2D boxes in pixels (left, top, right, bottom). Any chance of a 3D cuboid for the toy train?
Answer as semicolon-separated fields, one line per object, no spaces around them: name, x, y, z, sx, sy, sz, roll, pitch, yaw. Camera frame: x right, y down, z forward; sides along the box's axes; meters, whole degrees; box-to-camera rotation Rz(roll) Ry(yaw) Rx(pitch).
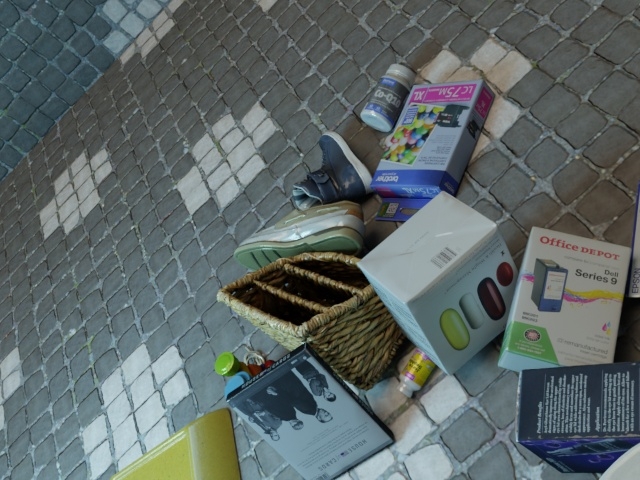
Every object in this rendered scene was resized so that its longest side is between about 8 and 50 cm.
toy train;-0.154;0.261;1.641;0.105;0.143;0.248;-46;40;5

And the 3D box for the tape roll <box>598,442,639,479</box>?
tape roll;0.470;0.386;0.903;0.392;0.072;0.392;-5;79;27

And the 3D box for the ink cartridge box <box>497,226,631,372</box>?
ink cartridge box;0.371;0.102;1.259;0.154;0.093;0.212;14;65;11

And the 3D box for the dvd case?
dvd case;-0.017;0.303;1.415;0.179;0.238;0.029;-35;19;18

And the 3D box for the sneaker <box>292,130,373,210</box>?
sneaker;0.000;-0.149;1.813;0.163;0.086;0.226;-26;41;-7

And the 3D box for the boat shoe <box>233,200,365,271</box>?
boat shoe;-0.040;-0.004;1.709;0.302;0.113;0.103;-9;50;29

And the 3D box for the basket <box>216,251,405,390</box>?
basket;-0.002;0.106;1.536;0.299;0.223;0.213;18;70;55

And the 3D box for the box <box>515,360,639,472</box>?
box;0.393;0.245;1.132;0.207;0.153;0.108;-14;53;38

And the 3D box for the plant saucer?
plant saucer;-0.305;0.528;1.634;0.333;0.081;0.333;-36;41;18

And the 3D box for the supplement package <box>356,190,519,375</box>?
supplement package;0.208;0.071;1.367;0.194;0.203;0.149;-40;39;-7

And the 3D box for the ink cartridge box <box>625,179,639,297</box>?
ink cartridge box;0.579;-0.008;1.229;0.224;0.045;0.223;-7;56;41

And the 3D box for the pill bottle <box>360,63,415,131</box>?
pill bottle;0.152;-0.317;1.839;0.078;0.078;0.137;15;73;48

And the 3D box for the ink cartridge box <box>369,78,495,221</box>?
ink cartridge box;0.219;-0.184;1.693;0.186;0.065;0.311;5;67;46

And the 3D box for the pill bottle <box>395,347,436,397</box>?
pill bottle;0.166;0.230;1.441;0.043;0.043;0.083;27;82;50
